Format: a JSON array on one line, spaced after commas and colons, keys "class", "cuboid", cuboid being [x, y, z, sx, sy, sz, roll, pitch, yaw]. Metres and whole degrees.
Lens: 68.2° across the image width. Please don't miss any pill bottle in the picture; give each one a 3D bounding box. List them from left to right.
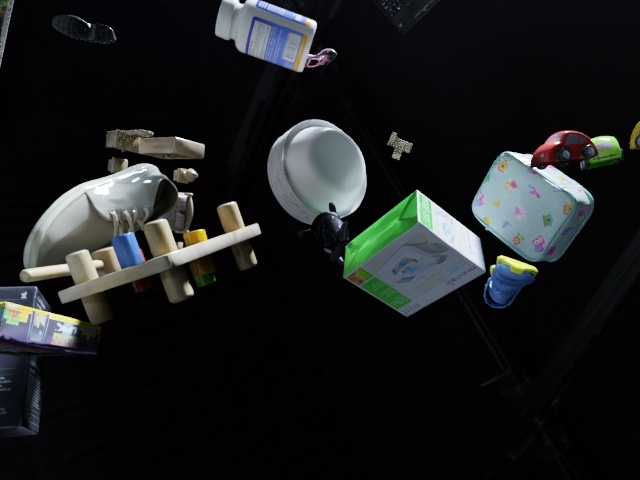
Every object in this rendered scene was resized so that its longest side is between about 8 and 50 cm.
[{"class": "pill bottle", "cuboid": [-0.160, -0.610, 1.385, 0.152, 0.272, 0.152, -163, -90, -82]}]

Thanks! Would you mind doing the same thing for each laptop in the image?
[{"class": "laptop", "cuboid": [0.241, -0.787, 1.379, 0.234, 0.136, 0.264, -39, -85, 24]}]

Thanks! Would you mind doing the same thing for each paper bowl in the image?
[{"class": "paper bowl", "cuboid": [0.008, -0.194, 1.301, 0.148, 0.284, 0.284, -21, -101, 54]}]

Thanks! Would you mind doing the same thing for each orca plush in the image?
[{"class": "orca plush", "cuboid": [0.000, 0.000, 1.098, 0.287, 0.102, 0.151, -112, -166, -73]}]

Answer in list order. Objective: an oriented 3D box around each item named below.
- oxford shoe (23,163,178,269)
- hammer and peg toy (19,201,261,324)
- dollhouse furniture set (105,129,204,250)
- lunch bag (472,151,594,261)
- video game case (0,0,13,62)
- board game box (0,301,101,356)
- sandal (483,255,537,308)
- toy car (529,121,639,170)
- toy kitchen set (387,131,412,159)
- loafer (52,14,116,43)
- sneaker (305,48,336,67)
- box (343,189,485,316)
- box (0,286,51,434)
[{"class": "oxford shoe", "cuboid": [-0.482, -0.057, 1.101, 0.130, 0.449, 0.169, 28, -57, 5]}, {"class": "hammer and peg toy", "cuboid": [-0.312, 0.052, 0.830, 0.361, 0.266, 0.127, -17, -85, 26]}, {"class": "dollhouse furniture set", "cuboid": [-0.478, -0.126, 1.423, 0.174, 0.303, 0.355, 5, -90, 31]}, {"class": "lunch bag", "cuboid": [0.534, -0.086, 1.226, 0.279, 0.108, 0.224, 56, -42, 46]}, {"class": "video game case", "cuboid": [-0.456, -0.256, 0.533, 0.190, 0.173, 0.022, -43, -114, 38]}, {"class": "board game box", "cuboid": [-0.424, 0.130, 0.660, 0.141, 0.170, 0.048, -4, -111, 16]}, {"class": "sandal", "cuboid": [0.579, 0.137, 1.467, 0.126, 0.317, 0.138, 23, -98, 19]}, {"class": "toy car", "cuboid": [0.468, -0.156, 0.780, 0.239, 0.225, 0.053, -10, -93, 22]}, {"class": "toy kitchen set", "cuboid": [0.274, -0.324, 1.647, 0.075, 0.083, 0.068, 41, 71, -89]}, {"class": "loafer", "cuboid": [-0.687, -0.607, 1.380, 0.061, 0.170, 0.062, -157, -98, -79]}, {"class": "sneaker", "cuboid": [0.000, -0.576, 1.509, 0.057, 0.119, 0.047, -123, -165, -54]}, {"class": "box", "cuboid": [0.229, 0.042, 1.184, 0.262, 0.231, 0.126, -39, -153, 36]}, {"class": "box", "cuboid": [-0.818, 0.281, 1.053, 0.179, 0.343, 0.312, 124, -37, -59]}]
